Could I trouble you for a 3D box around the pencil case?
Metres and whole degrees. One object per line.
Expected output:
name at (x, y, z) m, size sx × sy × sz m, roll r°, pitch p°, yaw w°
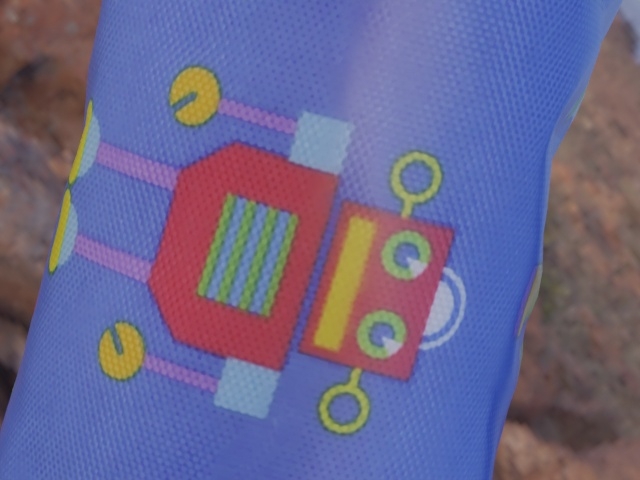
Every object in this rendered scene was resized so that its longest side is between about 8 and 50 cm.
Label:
pencil case at (0.000, 0.000, 0.410) m, size 0.119 × 0.306 × 0.133 m, roll 15°, pitch 7°, yaw 5°
